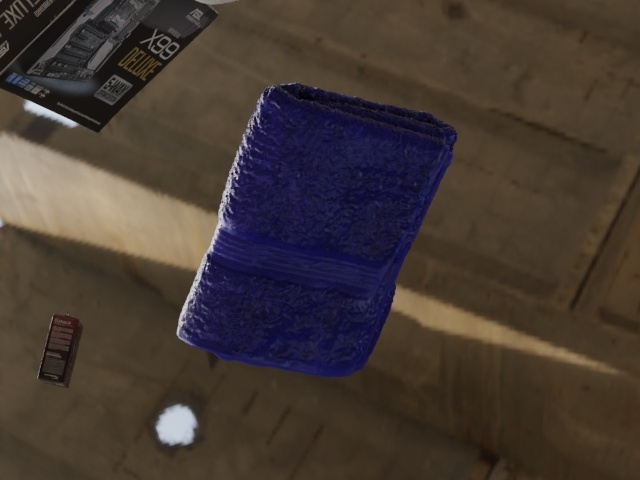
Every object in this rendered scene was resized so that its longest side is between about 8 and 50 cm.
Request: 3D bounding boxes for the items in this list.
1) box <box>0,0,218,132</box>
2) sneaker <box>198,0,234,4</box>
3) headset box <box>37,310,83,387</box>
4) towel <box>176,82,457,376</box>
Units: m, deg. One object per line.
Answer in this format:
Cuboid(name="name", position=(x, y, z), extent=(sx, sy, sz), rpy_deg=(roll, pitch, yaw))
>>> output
Cuboid(name="box", position=(-0.287, -0.274, 1.745), extent=(0.242, 0.307, 0.076), rpy_deg=(-42, -105, 6))
Cuboid(name="sneaker", position=(0.014, -0.213, 0.779), extent=(0.297, 0.111, 0.129), rpy_deg=(-26, -143, 37))
Cuboid(name="headset box", position=(-0.292, 0.121, 1.530), extent=(0.032, 0.062, 0.083), rpy_deg=(11, -101, -3))
Cuboid(name="towel", position=(0.000, 0.000, 1.404), extent=(0.228, 0.308, 0.076), rpy_deg=(9, -155, -25))
